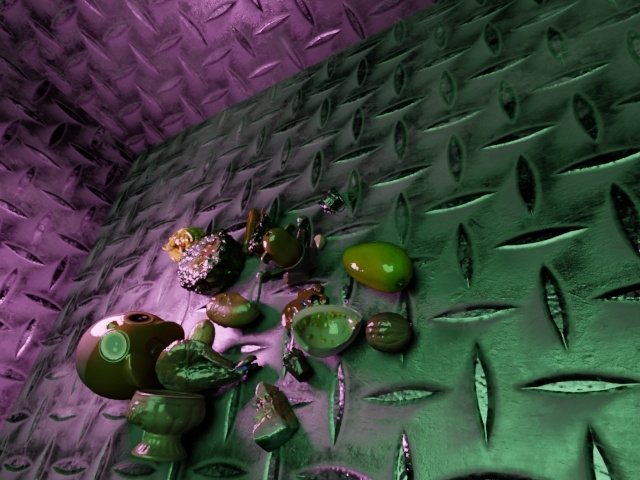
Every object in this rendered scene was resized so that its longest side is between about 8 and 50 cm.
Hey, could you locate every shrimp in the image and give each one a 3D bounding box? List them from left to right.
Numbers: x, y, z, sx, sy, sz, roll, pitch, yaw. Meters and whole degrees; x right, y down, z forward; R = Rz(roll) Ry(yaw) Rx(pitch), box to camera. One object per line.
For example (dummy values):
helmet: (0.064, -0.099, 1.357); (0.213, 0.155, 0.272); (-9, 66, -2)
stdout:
shrimp: (-0.482, 0.525, 1.794); (0.447, 0.110, 0.220); (-5, 86, 5)

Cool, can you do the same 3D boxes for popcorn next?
popcorn: (-0.773, 0.021, 2.438); (0.235, 0.217, 0.181); (-47, 45, 14)

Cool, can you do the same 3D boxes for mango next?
mango: (0.214, 0.090, 1.663); (0.343, 0.156, 0.192); (21, 71, 46)

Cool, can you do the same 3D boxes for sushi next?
sushi: (-0.582, 0.130, 2.232); (0.352, 0.178, 0.293); (-28, 46, 19)
sushi: (-0.279, -0.042, 2.160); (0.149, 0.140, 0.287); (-13, 51, 39)

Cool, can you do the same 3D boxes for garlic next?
garlic: (-0.001, 0.000, 1.989); (0.053, 0.041, 0.083); (-50, 33, 13)

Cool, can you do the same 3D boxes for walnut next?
walnut: (0.236, 0.320, 1.483); (0.162, 0.140, 0.140); (-12, 50, 42)

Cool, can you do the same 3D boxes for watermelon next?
watermelon: (-0.184, 0.641, 1.599); (0.154, 0.094, 0.241); (-31, 41, 3)

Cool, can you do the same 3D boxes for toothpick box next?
toothpick box: (-0.882, 0.526, 1.976); (0.426, 0.409, 0.408); (-9, 53, 30)

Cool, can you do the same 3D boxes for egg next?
egg: (0.018, 0.353, 1.609); (0.271, 0.161, 0.206); (-5, 17, -9)

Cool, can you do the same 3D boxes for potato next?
potato: (-0.402, 0.323, 1.973); (0.299, 0.141, 0.175); (3, 62, 28)

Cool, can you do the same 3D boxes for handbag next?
handbag: (0.070, -0.181, 2.054); (0.115, 0.072, 0.139); (-47, 47, -5)

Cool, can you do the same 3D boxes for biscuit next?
biscuit: (-0.073, 0.289, 1.819); (0.236, 0.039, 0.179); (-40, 43, 7)

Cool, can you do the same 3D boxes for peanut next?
peanut: (-0.568, 0.512, 1.928); (0.148, 0.148, 0.318); (6, 73, 40)

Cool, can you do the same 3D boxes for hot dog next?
hot dog: (-0.367, -0.044, 2.264); (0.115, 0.072, 0.268); (131, 150, -56)

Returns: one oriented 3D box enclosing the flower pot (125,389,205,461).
flower pot: (-0.629, 0.741, 1.710); (0.308, 0.307, 0.243); (-7, 69, 34)

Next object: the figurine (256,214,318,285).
figurine: (-0.144, 0.053, 1.875); (0.167, 0.285, 0.342); (-2, 59, 35)

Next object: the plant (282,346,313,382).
plant: (-0.094, 0.481, 1.646); (0.094, 0.092, 0.143); (-49, 48, 7)
